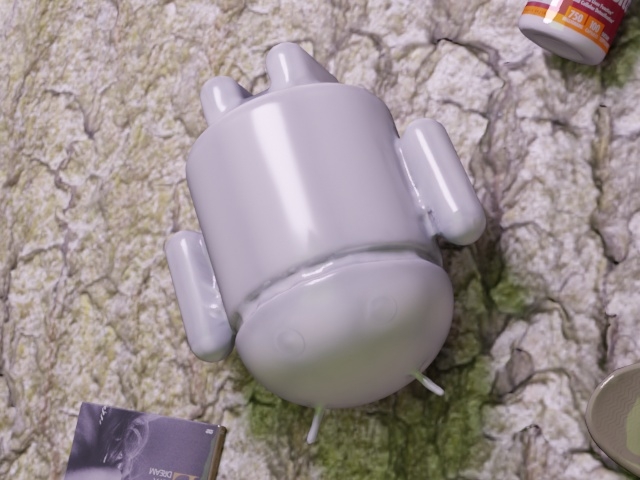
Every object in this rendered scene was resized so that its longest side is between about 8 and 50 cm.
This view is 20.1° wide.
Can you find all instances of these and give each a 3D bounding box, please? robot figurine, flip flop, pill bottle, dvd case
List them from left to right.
[{"bbox_3d":[-0.187,0.275,1.740,0.164,0.018,0.221,7,79,28],"label":"dvd case"},{"bbox_3d":[0.000,0.000,1.619,0.300,0.200,0.353,-26,65,20],"label":"robot figurine"},{"bbox_3d":[0.246,-0.243,1.630,0.086,0.086,0.152,23,87,30],"label":"pill bottle"},{"bbox_3d":[0.340,0.180,1.463,0.277,0.080,0.112,32,91,30],"label":"flip flop"}]
